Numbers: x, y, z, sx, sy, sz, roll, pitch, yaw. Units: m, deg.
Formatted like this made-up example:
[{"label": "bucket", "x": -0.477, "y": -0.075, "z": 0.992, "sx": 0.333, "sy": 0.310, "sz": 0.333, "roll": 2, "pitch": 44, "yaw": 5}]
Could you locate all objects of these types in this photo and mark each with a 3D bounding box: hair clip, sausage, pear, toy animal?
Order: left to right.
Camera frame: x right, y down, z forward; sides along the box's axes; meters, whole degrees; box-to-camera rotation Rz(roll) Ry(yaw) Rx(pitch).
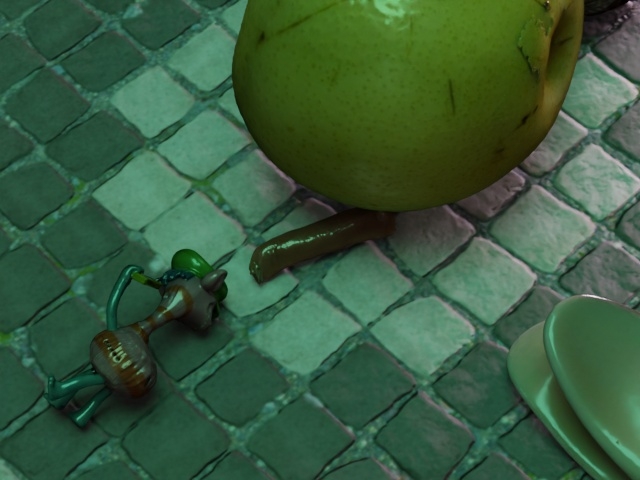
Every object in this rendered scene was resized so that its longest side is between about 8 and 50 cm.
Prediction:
[{"label": "toy animal", "x": -0.180, "y": 0.086, "z": 1.552, "sx": 0.208, "sy": 0.103, "sz": 0.100, "roll": -43, "pitch": 19, "yaw": -18}, {"label": "sausage", "x": 0.000, "y": 0.000, "z": 1.631, "sx": 0.158, "sy": 0.036, "sz": 0.042, "roll": -21, "pitch": 49, "yaw": -8}, {"label": "pear", "x": 0.082, "y": -0.195, "z": 1.575, "sx": 0.348, "sy": 0.348, "sz": 0.348, "roll": -2, "pitch": 56, "yaw": 4}, {"label": "hair clip", "x": 0.295, "y": 0.147, "z": 1.469, "sx": 0.282, "sy": 0.113, "sz": 0.172, "roll": 33, "pitch": 65, "yaw": 18}]

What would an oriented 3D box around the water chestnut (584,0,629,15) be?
[{"label": "water chestnut", "x": 0.285, "y": -0.388, "z": 1.728, "sx": 0.244, "sy": 0.289, "sz": 0.289, "roll": 39, "pitch": 67, "yaw": 14}]
